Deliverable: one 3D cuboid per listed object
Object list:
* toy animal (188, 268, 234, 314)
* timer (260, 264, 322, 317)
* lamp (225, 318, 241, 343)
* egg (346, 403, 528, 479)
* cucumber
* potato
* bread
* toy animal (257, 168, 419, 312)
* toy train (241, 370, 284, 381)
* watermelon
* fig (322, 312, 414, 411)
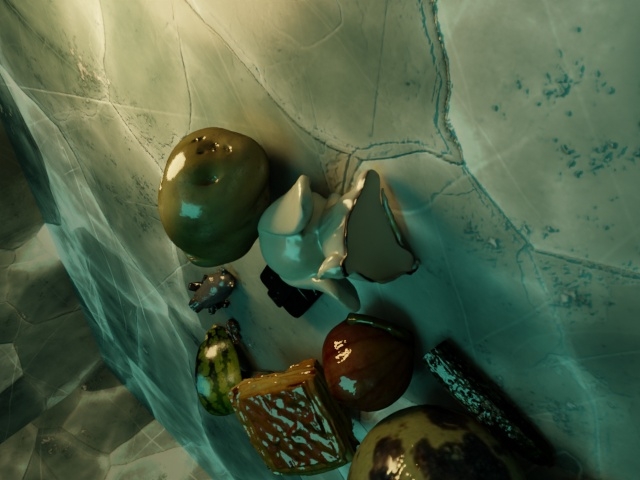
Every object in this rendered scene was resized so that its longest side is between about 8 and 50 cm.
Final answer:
[{"bbox_3d":[-0.314,0.138,1.601,0.121,0.117,0.210,56,150,7],"label":"toy animal"},{"bbox_3d":[-0.073,0.101,1.316,0.144,0.055,0.187,48,148,7],"label":"timer"},{"bbox_3d":[-0.270,0.276,1.755,0.063,0.031,0.083,37,140,22],"label":"lamp"},{"bbox_3d":[0.219,0.510,1.026,0.428,0.344,0.345,-100,8,-45],"label":"egg"},{"bbox_3d":[0.304,0.302,1.026,0.293,0.067,0.067,45,147,12],"label":"cucumber"},{"bbox_3d":[-0.209,-0.089,1.135,0.326,0.220,0.243,112,160,-68],"label":"potato"},{"bbox_3d":[-0.057,0.457,1.489,0.324,0.167,0.278,-24,94,38],"label":"bread"},{"bbox_3d":[0.014,0.012,1.013,0.249,0.174,0.289,54,146,-1],"label":"toy animal"},{"bbox_3d":[-0.187,0.464,1.777,0.086,0.089,0.409,54,147,-12],"label":"toy train"},{"bbox_3d":[-0.335,0.432,1.794,0.159,0.128,0.304,-3,95,59],"label":"watermelon"},{"bbox_3d":[0.099,0.235,1.126,0.205,0.205,0.205,32,142,29],"label":"fig"}]
